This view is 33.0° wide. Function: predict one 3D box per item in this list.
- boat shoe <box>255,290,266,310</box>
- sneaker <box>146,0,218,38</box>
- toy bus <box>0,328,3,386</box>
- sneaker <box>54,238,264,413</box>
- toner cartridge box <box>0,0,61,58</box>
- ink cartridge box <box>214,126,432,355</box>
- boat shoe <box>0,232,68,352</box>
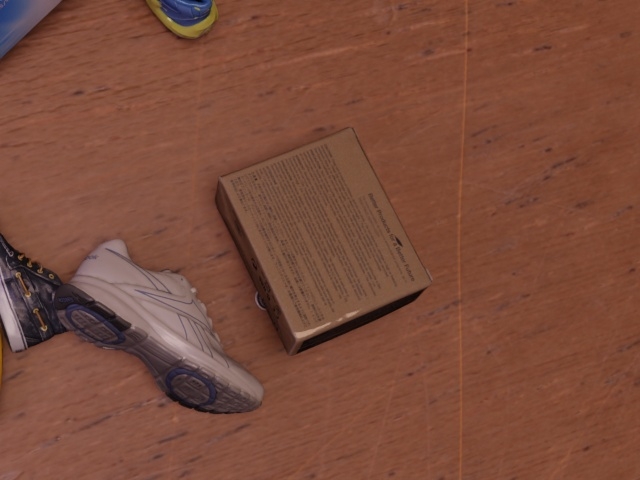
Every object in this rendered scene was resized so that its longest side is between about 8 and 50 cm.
[{"bbox_3d":[-0.026,0.055,1.411,0.125,0.038,0.046,-21,92,-16],"label":"boat shoe"},{"bbox_3d":[-0.212,-0.362,1.342,0.240,0.126,0.091,44,76,-9],"label":"sneaker"},{"bbox_3d":[-0.465,0.150,1.194,0.220,0.211,0.149,4,84,-17],"label":"toy bus"},{"bbox_3d":[-0.178,0.108,1.331,0.297,0.111,0.129,41,48,-22],"label":"sneaker"},{"bbox_3d":[-0.387,-0.294,1.230,0.348,0.165,0.075,-45,74,-2],"label":"toner cartridge box"},{"bbox_3d":[0.000,0.000,1.367,0.193,0.088,0.235,-21,74,-17],"label":"ink cartridge box"},{"bbox_3d":[-0.364,0.038,1.309,0.083,0.065,0.183,-20,97,-22],"label":"boat shoe"}]
